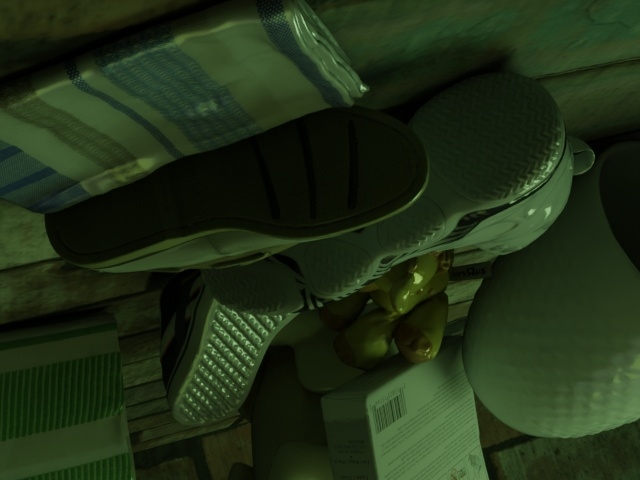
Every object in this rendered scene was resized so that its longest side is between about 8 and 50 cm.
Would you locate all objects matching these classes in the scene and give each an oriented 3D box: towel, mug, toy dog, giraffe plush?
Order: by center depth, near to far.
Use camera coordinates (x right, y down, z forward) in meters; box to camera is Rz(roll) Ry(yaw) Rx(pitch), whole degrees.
[{"bbox_3d":[-0.119,-0.087,0.866,0.285,0.034,0.209,-19,167,10],"label":"towel"},{"bbox_3d":[0.084,0.038,1.436,0.210,0.181,0.170,-25,158,5],"label":"giraffe plush"},{"bbox_3d":[-0.332,0.260,1.476,0.248,0.324,0.038,-9,-174,-31],"label":"towel"},{"bbox_3d":[0.343,0.056,1.553,0.328,0.276,0.374,-48,-167,41],"label":"mug"},{"bbox_3d":[0.026,0.306,1.698,0.395,0.407,0.284,-7,165,-38],"label":"toy dog"}]

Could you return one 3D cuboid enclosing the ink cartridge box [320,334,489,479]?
[{"bbox_3d":[0.115,0.273,1.522,0.066,0.261,0.296,-8,-175,30],"label":"ink cartridge box"}]

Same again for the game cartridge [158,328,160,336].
[{"bbox_3d":[-0.072,0.108,1.777,0.196,0.060,0.294,-25,166,19],"label":"game cartridge"}]

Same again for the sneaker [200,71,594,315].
[{"bbox_3d":[0.078,-0.024,1.166,0.366,0.137,0.210,-26,163,23],"label":"sneaker"}]

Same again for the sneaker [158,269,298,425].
[{"bbox_3d":[-0.093,0.049,1.348,0.126,0.127,0.321,10,129,-33],"label":"sneaker"}]

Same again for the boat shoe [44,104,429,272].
[{"bbox_3d":[-0.060,-0.039,1.009,0.302,0.113,0.103,-8,171,11],"label":"boat shoe"}]
